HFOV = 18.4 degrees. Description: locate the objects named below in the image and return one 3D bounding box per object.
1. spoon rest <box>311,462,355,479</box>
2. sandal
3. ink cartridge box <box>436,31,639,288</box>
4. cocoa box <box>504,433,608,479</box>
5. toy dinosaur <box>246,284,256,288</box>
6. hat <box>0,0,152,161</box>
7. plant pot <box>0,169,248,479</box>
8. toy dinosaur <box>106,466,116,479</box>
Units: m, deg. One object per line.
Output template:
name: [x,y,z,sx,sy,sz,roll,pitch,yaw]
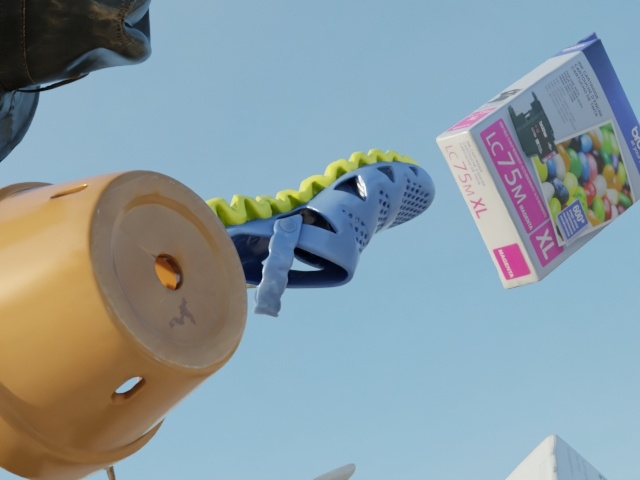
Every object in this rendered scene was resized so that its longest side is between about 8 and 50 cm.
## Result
spoon rest: [0.061,0.375,2.070,0.137,0.276,0.084,-18,-16,-28]
sandal: [0.000,0.000,2.202,0.317,0.138,0.126,-22,-35,-25]
ink cartridge box: [0.273,-0.099,2.190,0.065,0.186,0.311,-14,16,46]
cocoa box: [0.188,0.335,1.518,0.228,0.231,0.347,-48,0,8]
toy dinosaur: [-0.176,0.060,2.455,0.268,0.118,0.064,15,-13,23]
hat: [-0.195,-0.199,1.574,0.134,0.331,0.331,10,-24,4]
plant pot: [-0.206,0.060,1.841,0.203,0.291,0.291,-26,-27,36]
toy dinosaur: [-0.259,0.147,1.973,0.211,0.112,0.064,41,-18,-21]
